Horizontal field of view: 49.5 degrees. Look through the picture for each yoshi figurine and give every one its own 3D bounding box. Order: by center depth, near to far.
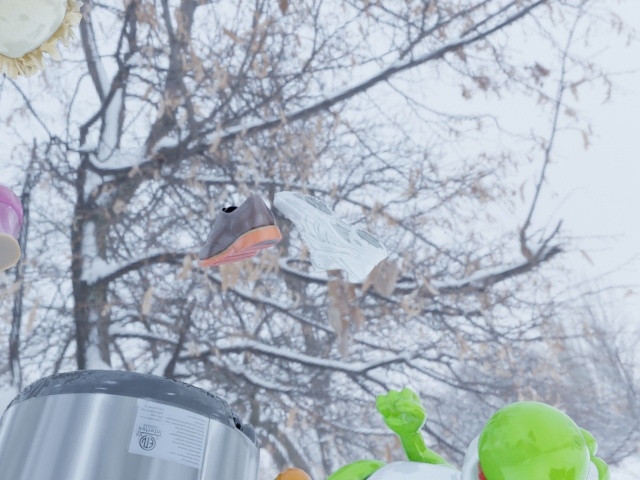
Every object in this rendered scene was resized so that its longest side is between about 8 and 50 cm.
[{"bbox_3d":[0.133,0.262,0.744,0.362,0.203,0.203,-18,-1,-1],"label":"yoshi figurine"}]

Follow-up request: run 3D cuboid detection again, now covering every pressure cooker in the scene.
[{"bbox_3d":[-0.276,0.417,0.869,0.370,0.420,0.375,-4,-38,9],"label":"pressure cooker"}]

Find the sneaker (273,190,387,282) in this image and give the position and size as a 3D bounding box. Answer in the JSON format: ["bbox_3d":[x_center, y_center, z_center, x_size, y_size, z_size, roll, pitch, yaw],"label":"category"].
[{"bbox_3d":[0.000,0.000,1.275,0.115,0.232,0.090,-56,-4,17],"label":"sneaker"}]

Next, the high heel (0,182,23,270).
[{"bbox_3d":[-0.380,0.001,0.583,0.244,0.117,0.082,-17,-54,-17],"label":"high heel"}]

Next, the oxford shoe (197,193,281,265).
[{"bbox_3d":[-0.164,-0.014,1.328,0.097,0.098,0.271,-11,-8,-38],"label":"oxford shoe"}]

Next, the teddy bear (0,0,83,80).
[{"bbox_3d":[-0.289,-0.205,0.374,0.338,0.113,0.245,34,-82,-17],"label":"teddy bear"}]
